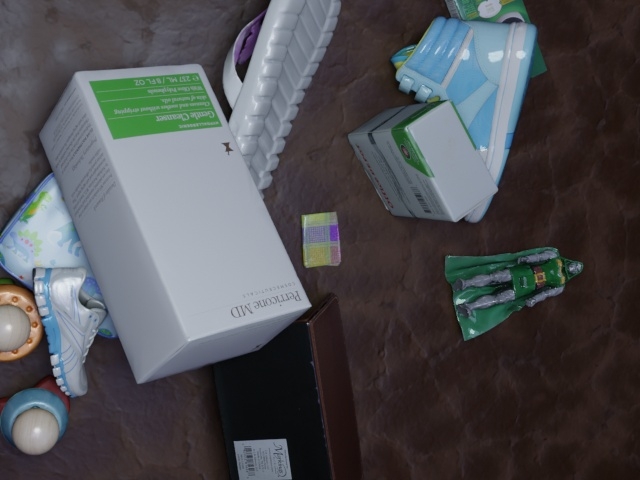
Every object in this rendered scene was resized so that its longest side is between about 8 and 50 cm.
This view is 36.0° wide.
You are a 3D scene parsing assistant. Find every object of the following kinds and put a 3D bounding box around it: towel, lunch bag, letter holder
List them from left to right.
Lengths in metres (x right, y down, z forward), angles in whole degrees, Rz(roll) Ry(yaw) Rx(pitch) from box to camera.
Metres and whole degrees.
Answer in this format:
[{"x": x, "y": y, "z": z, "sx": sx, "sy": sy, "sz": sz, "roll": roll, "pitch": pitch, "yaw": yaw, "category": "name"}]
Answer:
[{"x": -0.315, "y": 0.014, "z": 1.342, "sx": 0.219, "sy": 0.090, "sz": 0.176, "roll": 38, "pitch": 82, "yaw": -17, "category": "lunch bag"}, {"x": -0.041, "y": 0.244, "z": 1.441, "sx": 0.151, "sy": 0.214, "sz": 0.302, "roll": -7, "pitch": 97, "yaw": 14, "category": "letter holder"}, {"x": 0.000, "y": 0.000, "z": 1.490, "sx": 0.060, "sy": 0.009, "sz": 0.083, "roll": -6, "pitch": 96, "yaw": -17, "category": "towel"}]

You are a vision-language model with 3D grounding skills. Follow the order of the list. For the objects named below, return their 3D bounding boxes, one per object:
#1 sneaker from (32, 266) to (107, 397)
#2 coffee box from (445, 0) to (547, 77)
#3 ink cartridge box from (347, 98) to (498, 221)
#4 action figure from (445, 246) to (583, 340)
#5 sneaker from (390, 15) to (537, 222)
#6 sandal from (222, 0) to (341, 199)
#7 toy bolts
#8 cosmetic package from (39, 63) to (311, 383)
[{"x": -0.313, "y": 0.118, "z": 1.274, "sx": 0.082, "sy": 0.071, "sz": 0.191, "roll": -10, "pitch": 117, "yaw": -9, "category": "sneaker"}, {"x": 0.270, "y": -0.327, "z": 1.533, "sx": 0.113, "sy": 0.040, "sz": 0.184, "roll": -27, "pitch": 103, "yaw": -13, "category": "coffee box"}, {"x": 0.142, "y": -0.114, "z": 1.423, "sx": 0.086, "sy": 0.208, "sz": 0.153, "roll": -35, "pitch": 106, "yaw": -16, "category": "ink cartridge box"}, {"x": 0.322, "y": 0.065, "z": 1.581, "sx": 0.232, "sy": 0.063, "sz": 0.137, "roll": -14, "pitch": 96, "yaw": -20, "category": "action figure"}, {"x": 0.195, "y": -0.192, "z": 1.493, "sx": 0.208, "sy": 0.127, "sz": 0.319, "roll": 15, "pitch": 115, "yaw": 9, "category": "sneaker"}, {"x": -0.086, "y": -0.237, "z": 1.385, "sx": 0.102, "sy": 0.169, "sz": 0.417, "roll": 21, "pitch": 88, "yaw": 21, "category": "sandal"}, {"x": -0.430, "y": 0.191, "z": 1.284, "sx": 0.218, "sy": 0.158, "sz": 0.229, "roll": -31, "pitch": 104, "yaw": -13, "category": "toy bolts"}, {"x": -0.190, "y": -0.027, "z": 1.249, "sx": 0.196, "sy": 0.155, "sz": 0.366, "roll": -14, "pitch": 71, "yaw": -41, "category": "cosmetic package"}]
